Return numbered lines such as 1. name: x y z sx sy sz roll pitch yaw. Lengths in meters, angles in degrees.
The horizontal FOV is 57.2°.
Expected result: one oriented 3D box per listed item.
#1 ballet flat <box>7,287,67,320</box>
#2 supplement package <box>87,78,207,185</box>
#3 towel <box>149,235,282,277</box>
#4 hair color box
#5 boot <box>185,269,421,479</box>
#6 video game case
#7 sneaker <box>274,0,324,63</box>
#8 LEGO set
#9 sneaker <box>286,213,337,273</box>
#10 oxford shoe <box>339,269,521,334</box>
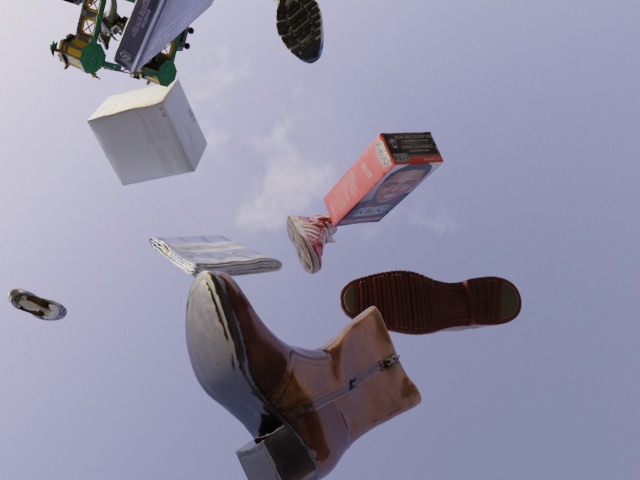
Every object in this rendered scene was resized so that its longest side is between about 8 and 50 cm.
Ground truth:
1. ballet flat: -0.505 0.122 1.057 0.041 0.114 0.041 -20 -127 29
2. supplement package: -0.428 -0.271 1.479 0.203 0.194 0.149 -9 -144 13
3. towel: -0.239 0.028 1.306 0.209 0.034 0.285 -3 -166 -34
4. hair color box: 0.068 -0.068 0.676 0.072 0.141 0.043 -8 -112 -31
5. boot: -0.002 0.128 0.707 0.280 0.096 0.264 -20 -103 -47
6. video game case: -0.075 -0.285 0.484 0.026 0.274 0.196 33 -142 -12
7. sneaker: -0.051 -0.604 1.585 0.130 0.147 0.329 -24 -116 16
8. LEGO set: -0.453 -0.470 1.258 0.192 0.254 0.331 25 -156 22
9. sneaker: 0.000 0.000 0.770 0.067 0.042 0.118 -5 -145 -16
10. oxford shoe: 0.205 0.134 1.153 0.348 0.130 0.122 4 -107 -6
